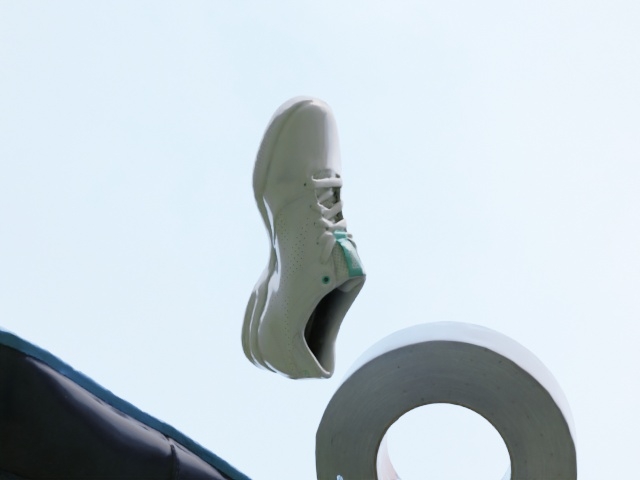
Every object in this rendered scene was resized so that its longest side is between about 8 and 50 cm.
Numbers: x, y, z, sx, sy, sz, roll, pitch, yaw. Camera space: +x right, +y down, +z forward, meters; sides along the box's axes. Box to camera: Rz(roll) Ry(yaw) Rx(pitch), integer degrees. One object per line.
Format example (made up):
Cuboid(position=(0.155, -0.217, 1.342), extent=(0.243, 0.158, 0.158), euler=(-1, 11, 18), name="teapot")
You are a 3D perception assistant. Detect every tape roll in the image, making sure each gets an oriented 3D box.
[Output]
Cuboid(position=(0.106, 0.182, 1.118), extent=(0.219, 0.072, 0.219), euler=(1, -81, 10), name="tape roll")

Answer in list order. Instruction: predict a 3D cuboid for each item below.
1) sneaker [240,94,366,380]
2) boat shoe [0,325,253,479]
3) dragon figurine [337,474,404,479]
Cuboid(position=(0.000, 0.000, 0.982), extent=(0.080, 0.094, 0.212), euler=(0, -82, -39), name="sneaker")
Cuboid(position=(-0.110, 0.124, 0.647), extent=(0.258, 0.109, 0.089), euler=(37, -109, -32), name="boat shoe")
Cuboid(position=(0.043, 0.217, 0.913), extent=(0.144, 0.289, 0.085), euler=(6, -72, -20), name="dragon figurine")
